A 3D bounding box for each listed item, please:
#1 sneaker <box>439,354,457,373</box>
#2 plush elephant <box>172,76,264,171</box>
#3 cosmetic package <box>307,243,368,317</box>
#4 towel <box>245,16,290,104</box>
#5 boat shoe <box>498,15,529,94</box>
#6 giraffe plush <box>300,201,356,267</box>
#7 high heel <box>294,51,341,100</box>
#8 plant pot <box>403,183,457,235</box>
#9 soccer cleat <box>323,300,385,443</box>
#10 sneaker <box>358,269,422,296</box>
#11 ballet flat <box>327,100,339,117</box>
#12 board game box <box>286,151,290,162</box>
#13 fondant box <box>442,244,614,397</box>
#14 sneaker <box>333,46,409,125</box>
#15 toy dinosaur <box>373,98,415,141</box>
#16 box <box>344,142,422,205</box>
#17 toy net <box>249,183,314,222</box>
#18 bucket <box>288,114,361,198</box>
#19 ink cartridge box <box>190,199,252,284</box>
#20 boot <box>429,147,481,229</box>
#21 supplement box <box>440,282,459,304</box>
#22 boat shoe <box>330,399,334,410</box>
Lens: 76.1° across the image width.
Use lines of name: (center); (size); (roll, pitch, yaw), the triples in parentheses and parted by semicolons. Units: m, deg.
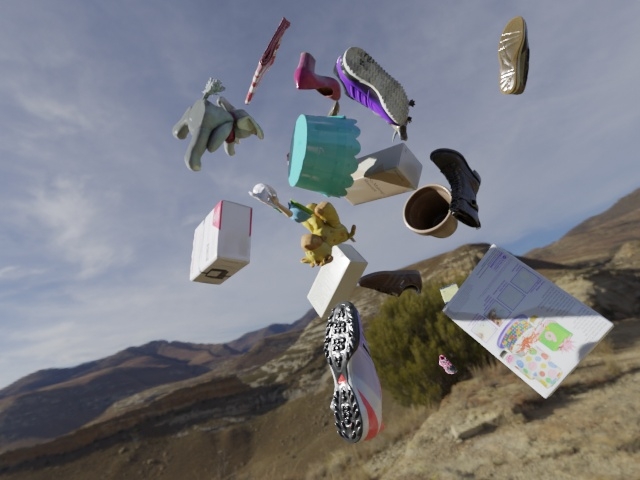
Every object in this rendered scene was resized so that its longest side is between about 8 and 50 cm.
sneaker: (0.629, 0.613, 2.029); (0.047, 0.057, 0.119); (-22, 24, -17)
plush elephant: (-0.380, -0.438, 1.593); (0.255, 0.272, 0.330); (13, -61, -45)
cosmetic package: (0.071, 0.181, 1.839); (0.113, 0.160, 0.310); (10, -63, -36)
towel: (-0.223, -0.718, 1.674); (0.037, 0.237, 0.329); (28, -17, -14)
boat shoe: (0.402, -0.376, 0.842); (0.049, 0.153, 0.056); (1, 8, -32)
giraffe plush: (0.000, 0.000, 1.344); (0.171, 0.210, 0.181); (-56, 5, -28)
high heel: (-0.014, -0.738, 2.014); (0.127, 0.182, 0.377); (5, -10, 34)
plant pot: (0.580, -0.116, 2.051); (0.262, 0.263, 0.229); (-21, -35, 30)
soccer cleat: (0.087, 0.308, 0.987); (0.116, 0.319, 0.108); (13, -27, -43)
sneaker: (0.205, 0.129, 1.186); (0.188, 0.071, 0.066); (-6, -25, -3)
ballet flat: (0.065, -0.617, 2.033); (0.058, 0.084, 0.250); (25, -13, -6)
board game box: (-0.066, -0.335, 1.721); (0.045, 0.147, 0.193); (14, 42, 24)
fondant box: (0.533, 0.202, 1.084); (0.096, 0.330, 0.238); (16, -68, -53)
sneaker: (0.156, -0.477, 1.305); (0.293, 0.102, 0.146); (40, -17, -23)
toy dinosaur: (0.297, -0.557, 1.746); (0.160, 0.314, 0.121); (-20, -35, -32)
box: (0.218, -0.248, 1.580); (0.310, 0.121, 0.148); (-11, -40, 45)
toy net: (-0.106, -0.097, 0.967); (0.045, 0.122, 0.232); (-60, -24, 1)
bucket: (0.004, -0.291, 1.390); (0.182, 0.282, 0.281); (7, -18, -17)
ink cartridge box: (-0.292, 0.014, 1.191); (0.100, 0.172, 0.237); (13, -27, -30)
boot: (0.484, -0.184, 1.446); (0.262, 0.229, 0.091); (32, -36, -17)
supplement box: (0.624, 0.261, 1.941); (0.083, 0.083, 0.056); (-24, -38, 17)
boat shoe: (0.104, 0.634, 1.539); (0.077, 0.070, 0.219); (0, -40, 25)
